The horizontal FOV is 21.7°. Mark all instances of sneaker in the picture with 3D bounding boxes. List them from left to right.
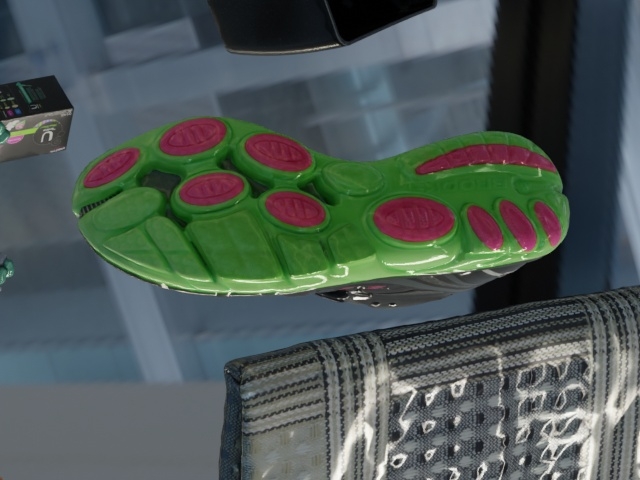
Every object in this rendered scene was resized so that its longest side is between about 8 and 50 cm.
[{"bbox_3d":[0.000,0.000,1.601,0.483,0.185,0.202,3,151,-18],"label":"sneaker"}]

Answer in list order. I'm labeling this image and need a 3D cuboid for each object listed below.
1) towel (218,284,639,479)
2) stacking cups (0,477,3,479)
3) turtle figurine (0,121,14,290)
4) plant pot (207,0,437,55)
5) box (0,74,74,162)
[{"bbox_3d":[0.087,0.194,0.960,0.312,0.324,0.056,-8,-158,-26],"label":"towel"},{"bbox_3d":[-0.309,0.231,1.404,0.096,0.096,0.316,-15,157,8],"label":"stacking cups"},{"bbox_3d":[-0.354,-0.022,1.440,0.118,0.175,0.234,-31,-143,38],"label":"turtle figurine"},{"bbox_3d":[-0.021,-0.284,1.698,0.167,0.187,0.188,-14,-170,40],"label":"plant pot"},{"bbox_3d":[-0.296,-0.120,1.661,0.083,0.062,0.052,-15,-125,-30],"label":"box"}]
